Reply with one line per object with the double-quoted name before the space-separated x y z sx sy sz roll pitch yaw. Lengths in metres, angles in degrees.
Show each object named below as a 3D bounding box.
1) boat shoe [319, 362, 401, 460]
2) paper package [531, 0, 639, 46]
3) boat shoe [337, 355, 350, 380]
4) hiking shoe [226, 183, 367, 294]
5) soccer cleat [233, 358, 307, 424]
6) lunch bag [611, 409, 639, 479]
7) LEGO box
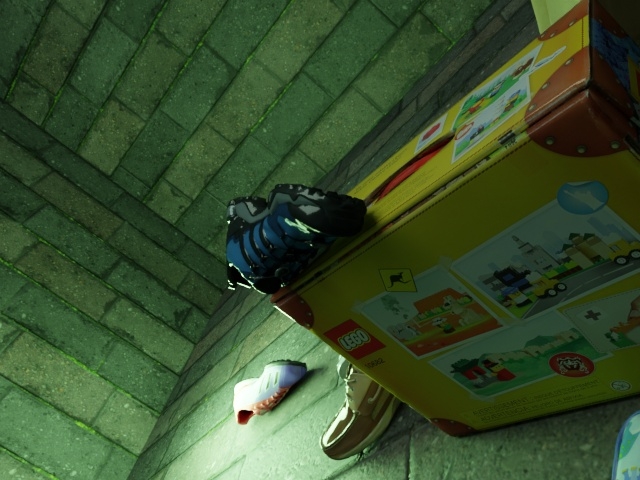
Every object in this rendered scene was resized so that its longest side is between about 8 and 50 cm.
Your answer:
"boat shoe" 0.098 0.274 1.038 0.324 0.116 0.123 -51 13 1
"paper package" 0.557 -0.507 0.977 0.325 0.309 0.168 -22 13 -7
"boat shoe" 0.123 0.200 1.202 0.258 0.095 0.084 -47 18 13
"hiking shoe" -0.038 0.006 0.692 0.304 0.113 0.131 -6 76 63
"soccer cleat" -0.142 0.424 1.507 0.318 0.109 0.116 -37 40 40
"lunch bag" 0.349 0.222 0.430 0.219 0.090 0.176 -30 27 58
"LEGO box" 0.233 0.033 0.687 0.500 0.373 0.193 -37 19 45
